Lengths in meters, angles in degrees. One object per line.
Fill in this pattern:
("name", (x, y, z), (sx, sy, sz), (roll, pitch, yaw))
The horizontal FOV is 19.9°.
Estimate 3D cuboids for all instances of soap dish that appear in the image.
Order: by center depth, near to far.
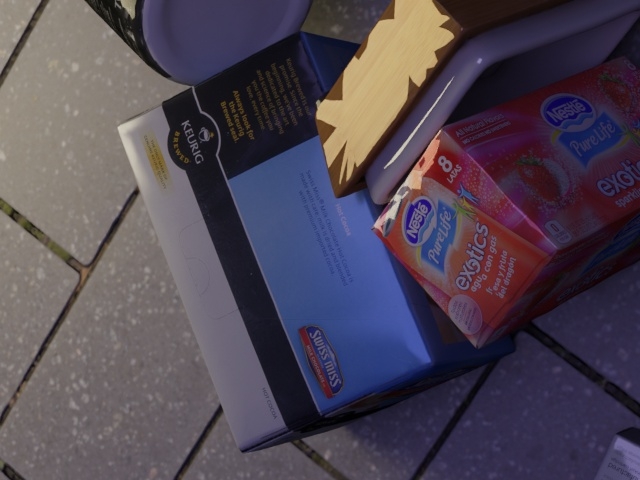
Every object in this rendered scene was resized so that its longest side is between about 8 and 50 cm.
("soap dish", (0.143, -0.165, 1.661), (0.118, 0.291, 0.229), (50, 134, 15))

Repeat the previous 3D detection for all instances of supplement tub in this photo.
("supplement tub", (-0.168, -0.316, 1.850), (0.207, 0.207, 0.338), (-57, 46, 15))

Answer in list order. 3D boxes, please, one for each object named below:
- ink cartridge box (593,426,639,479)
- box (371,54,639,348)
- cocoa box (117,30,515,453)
("ink cartridge box", (0.310, 0.286, 1.747), (0.127, 0.072, 0.175), (27, 101, 22))
("box", (0.212, -0.043, 1.652), (0.154, 0.300, 0.142), (49, 132, 17))
("cocoa box", (0.000, 0.000, 1.801), (0.228, 0.231, 0.347), (-26, 80, 23))
